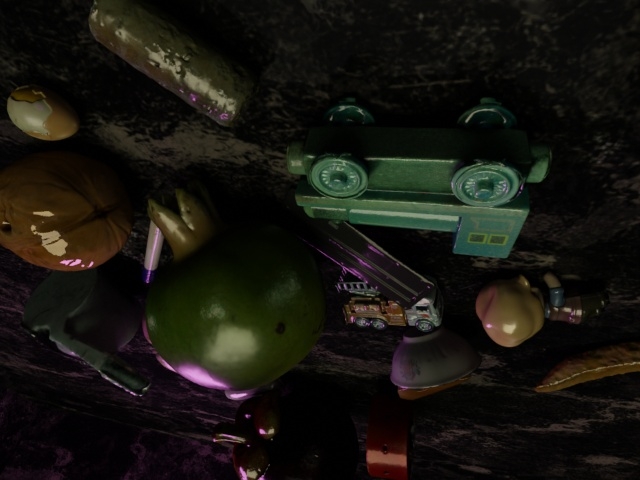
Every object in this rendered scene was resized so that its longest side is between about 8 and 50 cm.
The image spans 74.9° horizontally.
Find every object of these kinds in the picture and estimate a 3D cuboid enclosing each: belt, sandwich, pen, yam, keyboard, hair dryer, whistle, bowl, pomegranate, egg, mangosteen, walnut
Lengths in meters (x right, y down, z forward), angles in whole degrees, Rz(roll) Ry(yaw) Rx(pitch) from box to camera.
[{"bbox_3d":[0.210,0.554,1.196,0.115,0.227,0.324,2,160,16],"label":"belt"},{"bbox_3d":[0.240,0.312,0.984,0.089,0.090,0.244,26,141,-18],"label":"sandwich"},{"bbox_3d":[-0.337,0.016,0.844,0.033,0.033,0.269,24,142,-12],"label":"pen"},{"bbox_3d":[-0.159,-0.204,0.473,0.179,0.078,0.078,29,140,-19],"label":"yam"},{"bbox_3d":[0.004,-0.009,0.672,0.381,0.041,0.103,30,140,-5],"label":"keyboard"},{"bbox_3d":[-0.251,0.418,1.321,0.207,0.075,0.237,-17,125,25],"label":"hair dryer"},{"bbox_3d":[-0.517,0.205,0.927,0.188,0.404,0.168,-33,135,-7],"label":"whistle"},{"bbox_3d":[0.221,0.221,0.852,0.189,0.189,0.085,-18,92,35],"label":"bowl"},{"bbox_3d":[-0.166,0.087,0.658,0.310,0.216,0.358,-17,111,34],"label":"pomegranate"},{"bbox_3d":[-0.385,-0.176,0.586,0.083,0.071,0.071,20,142,-12],"label":"egg"},{"bbox_3d":[-0.097,0.628,1.291,0.435,0.382,0.382,40,138,-7],"label":"mangosteen"},{"bbox_3d":[-0.417,-0.045,0.672,0.222,0.195,0.195,0,140,21],"label":"walnut"}]

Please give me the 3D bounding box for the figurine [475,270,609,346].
[{"bbox_3d":[0.362,0.105,0.692,0.196,0.108,0.114,-15,147,8],"label":"figurine"}]

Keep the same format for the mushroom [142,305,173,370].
[{"bbox_3d":[-0.285,0.201,0.947,0.255,0.184,0.254,20,142,16],"label":"mushroom"}]

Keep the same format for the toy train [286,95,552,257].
[{"bbox_3d":[0.111,-0.069,0.524,0.299,0.119,0.194,5,147,12],"label":"toy train"}]

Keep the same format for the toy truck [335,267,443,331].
[{"bbox_3d":[0.128,0.100,0.764,0.178,0.080,0.115,-2,130,23],"label":"toy truck"}]

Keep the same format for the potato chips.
[{"bbox_3d":[0.599,0.225,0.769,0.407,0.080,0.057,-21,147,35],"label":"potato chips"}]
